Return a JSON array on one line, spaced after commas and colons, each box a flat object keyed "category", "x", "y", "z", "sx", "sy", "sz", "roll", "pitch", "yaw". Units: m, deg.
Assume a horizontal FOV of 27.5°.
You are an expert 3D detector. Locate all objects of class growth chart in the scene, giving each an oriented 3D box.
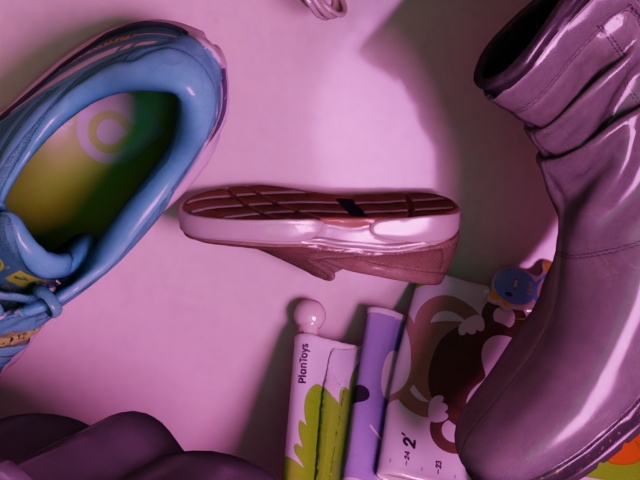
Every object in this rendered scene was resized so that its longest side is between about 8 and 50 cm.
[{"category": "growth chart", "x": 0.094, "y": 0.085, "z": 0.624, "sx": 0.237, "sy": 0.021, "sz": 0.171, "roll": -1, "pitch": 63, "yaw": -2}]

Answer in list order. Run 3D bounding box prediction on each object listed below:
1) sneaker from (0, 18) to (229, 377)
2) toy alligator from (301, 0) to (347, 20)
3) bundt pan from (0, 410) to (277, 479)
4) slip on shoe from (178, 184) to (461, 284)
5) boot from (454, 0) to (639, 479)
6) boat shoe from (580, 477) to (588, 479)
[{"category": "sneaker", "x": -0.148, "y": 0.006, "z": 0.566, "sx": 0.107, "sy": 0.110, "sz": 0.275, "roll": 43, "pitch": 92, "yaw": -15}, {"category": "toy alligator", "x": -0.069, "y": -0.155, "z": 0.582, "sx": 0.190, "sy": 0.056, "sz": 0.051, "roll": 42, "pitch": 136, "yaw": -22}, {"category": "bundt pan", "x": -0.085, "y": 0.215, "z": 0.557, "sx": 0.331, "sy": 0.124, "sz": 0.330, "roll": 9, "pitch": 111, "yaw": 24}, {"category": "slip on shoe", "x": 0.000, "y": 0.000, "z": 0.625, "sx": 0.135, "sy": 0.051, "sz": 0.041, "roll": -1, "pitch": 113, "yaw": -16}, {"category": "boot", "x": 0.110, "y": -0.022, "z": 0.557, "sx": 0.246, "sy": 0.083, "sz": 0.161, "roll": -48, "pitch": 118, "yaw": -6}, {"category": "boat shoe", "x": 0.118, "y": 0.145, "z": 0.650, "sx": 0.268, "sy": 0.096, "sz": 0.088, "roll": -2, "pitch": 87, "yaw": -5}]
